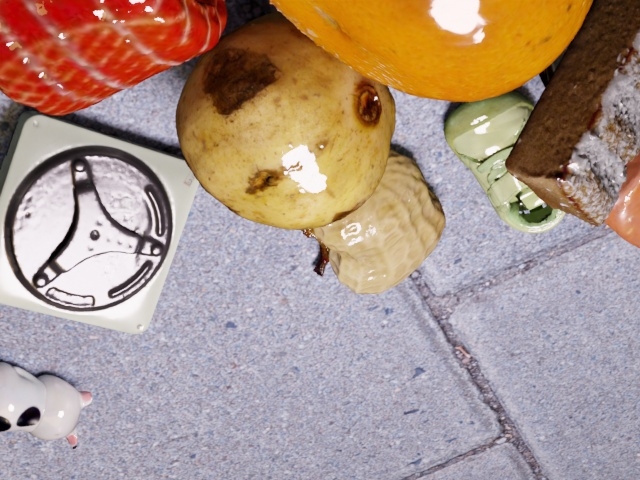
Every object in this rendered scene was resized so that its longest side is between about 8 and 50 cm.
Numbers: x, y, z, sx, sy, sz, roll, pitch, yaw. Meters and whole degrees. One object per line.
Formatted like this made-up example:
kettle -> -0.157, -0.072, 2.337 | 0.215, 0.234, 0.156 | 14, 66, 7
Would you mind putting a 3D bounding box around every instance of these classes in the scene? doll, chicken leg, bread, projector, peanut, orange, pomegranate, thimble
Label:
doll -> -0.468, 0.261, 1.972 | 0.181, 0.107, 0.110 | 15, 108, -35
chicken leg -> 0.005, -0.001, 1.877 | 0.062, 0.037, 0.145 | -9, 133, 8
bread -> 0.392, -0.230, 1.556 | 0.165, 0.113, 0.416 | 26, 92, -55
projector -> -0.316, -0.019, 1.673 | 0.259, 0.079, 0.257 | 16, 98, -29
peanut -> 0.083, -0.032, 1.805 | 0.197, 0.110, 0.233 | -40, 137, -10
orange -> 0.108, -0.347, 1.308 | 0.326, 0.424, 0.424 | -54, 131, -7
pomegranate -> -0.041, -0.154, 1.539 | 0.281, 0.281, 0.281 | -7, 135, -7
thimble -> -0.256, -0.319, 1.288 | 0.231, 0.350, 0.350 | -19, 136, 13

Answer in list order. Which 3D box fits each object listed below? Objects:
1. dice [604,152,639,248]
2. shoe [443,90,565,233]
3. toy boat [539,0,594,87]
dice -> 0.487, -0.097, 1.790 | 0.175, 0.174, 0.179 | 28, 114, -28
shoe -> 0.289, -0.114, 1.791 | 0.140, 0.128, 0.262 | -37, 136, 3
toy boat -> 0.329, -0.287, 1.619 | 0.115, 0.114, 0.262 | -25, 141, 4
